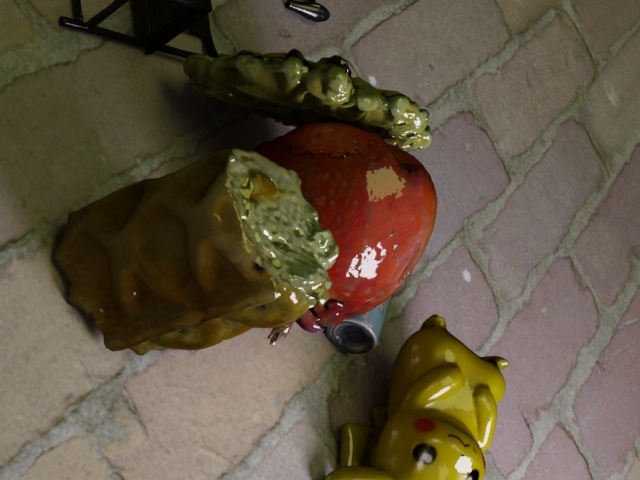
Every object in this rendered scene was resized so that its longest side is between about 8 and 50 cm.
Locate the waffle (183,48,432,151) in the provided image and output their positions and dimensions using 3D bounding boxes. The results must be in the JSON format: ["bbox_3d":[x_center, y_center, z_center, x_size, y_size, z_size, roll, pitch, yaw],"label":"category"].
[{"bbox_3d":[-0.015,-0.183,1.643,0.297,0.317,0.073,24,78,-58],"label":"waffle"}]

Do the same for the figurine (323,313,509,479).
[{"bbox_3d":[0.140,0.264,1.684,0.218,0.169,0.326,32,44,-15],"label":"figurine"}]

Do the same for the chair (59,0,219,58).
[{"bbox_3d":[-0.206,-0.334,1.618,0.260,0.141,0.154,9,65,-44],"label":"chair"}]

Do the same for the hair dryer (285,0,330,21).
[{"bbox_3d":[-0.026,-0.384,1.949,0.079,0.031,0.083,12,48,-36],"label":"hair dryer"}]

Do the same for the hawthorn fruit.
[{"bbox_3d":[0.000,0.000,1.600,0.276,0.276,0.307,33,74,-35],"label":"hawthorn fruit"}]

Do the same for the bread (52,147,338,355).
[{"bbox_3d":[-0.136,0.020,1.427,0.238,0.252,0.196,17,55,-49],"label":"bread"}]

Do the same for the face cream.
[{"bbox_3d":[0.073,0.057,1.784,0.075,0.075,0.229,45,41,-24],"label":"face cream"}]
